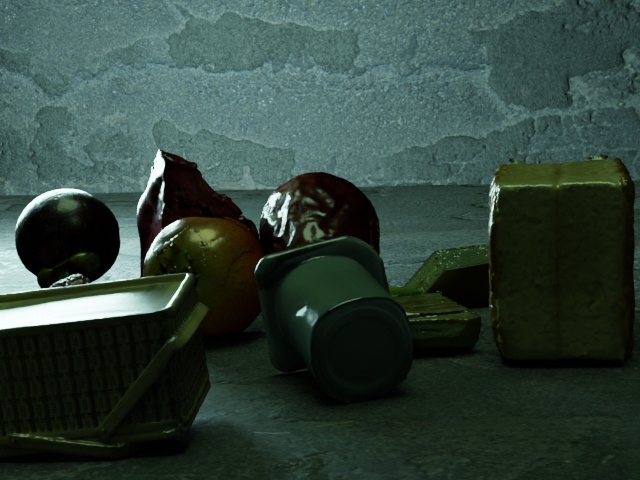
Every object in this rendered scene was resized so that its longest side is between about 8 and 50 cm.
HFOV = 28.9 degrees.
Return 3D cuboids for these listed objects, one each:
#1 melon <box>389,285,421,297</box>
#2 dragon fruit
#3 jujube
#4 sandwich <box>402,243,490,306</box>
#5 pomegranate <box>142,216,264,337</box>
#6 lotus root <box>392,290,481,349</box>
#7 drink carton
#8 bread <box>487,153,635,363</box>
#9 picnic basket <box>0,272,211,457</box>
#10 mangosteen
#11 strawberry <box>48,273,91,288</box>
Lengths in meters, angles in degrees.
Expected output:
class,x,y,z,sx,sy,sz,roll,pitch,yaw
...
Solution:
class,x,y,z,sx,sy,sz,roll,pitch,yaw
melon,0.067,0.109,2.051,0.209,0.064,0.118,-4,4,-17
dragon fruit,-0.243,-0.012,2.304,0.302,0.330,0.240,0,32,11
jujube,0.000,0.000,2.233,0.223,0.223,0.318,-4,25,0
sandwich,0.257,0.067,2.140,0.258,0.096,0.094,-8,16,-10
pomegranate,-0.188,0.061,2.000,0.210,0.210,0.235,0,3,22
lotus root,0.149,0.130,1.862,0.144,0.070,0.143,-2,15,-15
drink carton,0.031,0.107,1.686,0.191,0.185,0.189,-12,16,-13
bread,0.352,0.024,1.818,0.207,0.279,0.279,0,13,10
picnic basket,-0.296,0.161,1.553,0.312,0.175,0.228,-7,10,4
mangosteen,-0.514,0.010,2.497,0.216,0.216,0.216,-4,10,1
strawberry,-0.449,0.103,2.230,0.096,0.083,0.083,-10,8,13
